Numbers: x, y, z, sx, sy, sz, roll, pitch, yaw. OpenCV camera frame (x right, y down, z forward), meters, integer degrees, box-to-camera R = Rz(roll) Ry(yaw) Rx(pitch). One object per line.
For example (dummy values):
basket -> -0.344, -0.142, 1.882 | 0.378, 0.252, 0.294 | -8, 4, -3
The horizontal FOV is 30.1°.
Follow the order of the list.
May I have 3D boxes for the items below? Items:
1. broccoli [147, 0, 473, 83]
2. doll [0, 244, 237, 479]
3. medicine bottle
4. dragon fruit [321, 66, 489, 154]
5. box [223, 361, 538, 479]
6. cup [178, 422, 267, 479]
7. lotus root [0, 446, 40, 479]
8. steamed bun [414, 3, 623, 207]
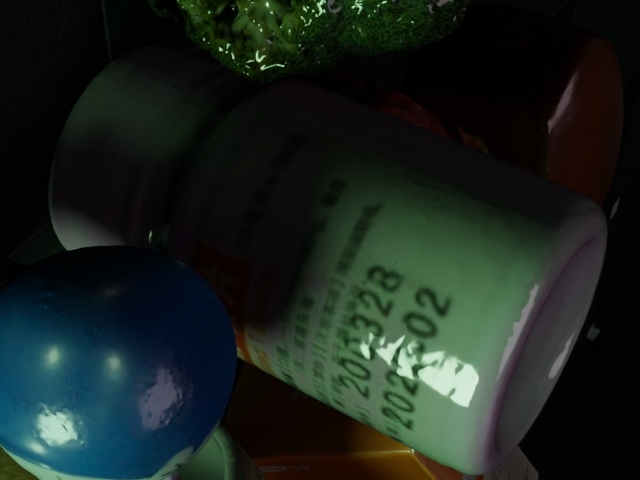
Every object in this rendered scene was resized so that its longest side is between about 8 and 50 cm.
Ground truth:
broccoli -> 0.014, -0.268, 0.869 | 0.283, 0.321, 0.304 | 56, 42, -27
doll -> -0.182, 0.075, 0.763 | 0.215, 0.256, 0.161 | -9, 108, -60
medicine bottle -> 0.000, 0.000, 0.909 | 0.219, 0.388, 0.219 | -49, 154, -35
dragon fruit -> 0.047, -0.032, 1.184 | 0.302, 0.231, 0.237 | 0, 114, -63
box -> 0.075, 0.244, 1.284 | 0.341, 0.225, 0.143 | 51, 41, -44
cup -> -0.115, 0.297, 1.100 | 0.227, 0.301, 0.257 | -31, 123, 7
lotus root -> -0.240, 0.228, 0.935 | 0.303, 0.130, 0.146 | -55, 157, -33
steamed bun -> 0.262, -0.132, 1.547 | 0.248, 0.235, 0.379 | -46, 146, -38
